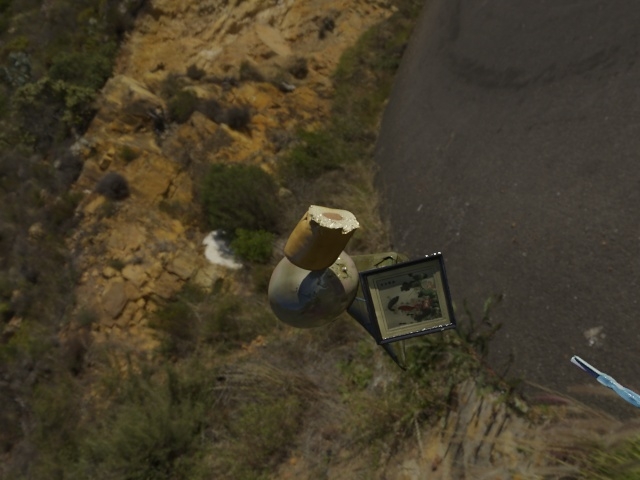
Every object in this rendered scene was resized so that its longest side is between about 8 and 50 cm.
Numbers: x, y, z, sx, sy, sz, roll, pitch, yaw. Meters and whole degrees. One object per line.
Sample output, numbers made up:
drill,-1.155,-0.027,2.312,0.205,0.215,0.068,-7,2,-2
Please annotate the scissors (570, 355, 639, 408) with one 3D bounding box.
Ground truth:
scissors,0.930,0.457,1.804,0.256,0.125,0.030,37,105,43

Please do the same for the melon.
melon,-0.024,0.127,1.521,0.317,0.223,0.223,-36,25,55

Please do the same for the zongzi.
zongzi,0.126,0.224,1.744,0.160,0.323,0.360,-2,-93,-55

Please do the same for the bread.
bread,0.001,0.001,1.282,0.173,0.134,0.085,-61,35,39

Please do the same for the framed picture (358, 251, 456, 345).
framed picture,0.203,0.137,1.285,0.010,0.195,0.199,-89,-15,-71
